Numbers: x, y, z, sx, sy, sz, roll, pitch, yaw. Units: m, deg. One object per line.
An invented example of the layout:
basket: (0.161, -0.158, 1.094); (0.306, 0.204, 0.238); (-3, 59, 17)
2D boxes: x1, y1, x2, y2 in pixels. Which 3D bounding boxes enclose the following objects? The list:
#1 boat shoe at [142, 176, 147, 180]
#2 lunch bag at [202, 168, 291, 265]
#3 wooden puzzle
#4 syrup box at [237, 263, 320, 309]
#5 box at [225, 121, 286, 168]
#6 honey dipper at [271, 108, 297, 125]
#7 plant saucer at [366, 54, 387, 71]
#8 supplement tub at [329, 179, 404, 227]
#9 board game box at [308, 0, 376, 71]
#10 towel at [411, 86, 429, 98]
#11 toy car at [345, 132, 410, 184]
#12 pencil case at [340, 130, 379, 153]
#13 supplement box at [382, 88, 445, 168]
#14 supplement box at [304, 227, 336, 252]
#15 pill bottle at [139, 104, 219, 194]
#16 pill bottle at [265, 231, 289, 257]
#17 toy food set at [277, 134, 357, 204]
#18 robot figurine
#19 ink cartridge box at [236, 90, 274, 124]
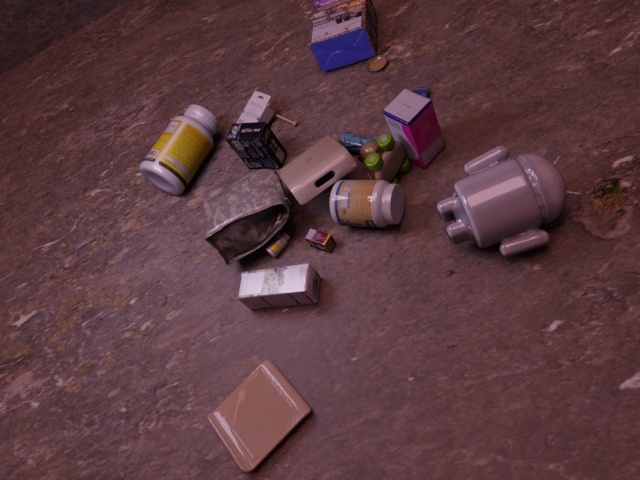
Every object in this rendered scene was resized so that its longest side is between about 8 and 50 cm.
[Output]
boat shoe: (-0.672, -0.276, 2.310); (0.125, 0.046, 0.038); (-11, 59, 29)
lunch bag: (-0.230, -0.092, 1.870); (0.286, 0.169, 0.235); (-30, 37, 8)
wooden puzzle: (-0.169, 0.481, 1.563); (0.238, 0.044, 0.221); (-41, 50, -10)
syrup box: (-0.126, 0.143, 1.728); (0.236, 0.096, 0.093); (-8, 58, 21)
box: (-0.230, -0.341, 2.047); (0.147, 0.180, 0.078); (3, 62, 28)
honey dipper: (-0.149, -0.476, 2.198); (0.160, 0.030, 0.030); (32, 76, 35)
plant saucer: (0.215, -0.672, 2.158); (0.083, 0.015, 0.084); (-13, 54, 18)
supplement tub: (0.143, -0.114, 1.736); (0.199, 0.144, 0.145); (4, 61, 28)
board game box: (0.093, -0.840, 2.238); (0.231, 0.141, 0.291); (-10, 52, 20)
towel: (0.333, -0.483, 1.965); (0.067, 0.029, 0.120); (7, 62, 30)
toy car: (0.166, -0.262, 1.819); (0.188, 0.155, 0.149); (22, 76, 41)
pencil case: (0.141, -0.330, 1.934); (0.151, 0.064, 0.070); (19, 88, 33)
supplement box: (0.296, -0.346, 1.769); (0.114, 0.220, 0.111); (-45, 52, -9)
supplement box: (0.000, 0.000, 1.788); (0.083, 0.055, 0.043); (18, 68, 35)
pill bottle: (-0.539, -0.359, 2.207); (0.187, 0.188, 0.334); (15, 66, 33)
pill bottle: (-0.138, 0.012, 1.855); (0.043, 0.043, 0.083); (33, 76, 38)
toy food set: (-0.015, -0.234, 1.886); (0.219, 0.092, 0.306); (-36, 24, 1)
robot figurine: (0.498, -0.109, 1.523); (0.353, 0.200, 0.300); (-22, 75, 12)
ink cartridge box: (-0.252, -0.482, 2.204); (0.104, 0.060, 0.180); (29, 88, 37)
